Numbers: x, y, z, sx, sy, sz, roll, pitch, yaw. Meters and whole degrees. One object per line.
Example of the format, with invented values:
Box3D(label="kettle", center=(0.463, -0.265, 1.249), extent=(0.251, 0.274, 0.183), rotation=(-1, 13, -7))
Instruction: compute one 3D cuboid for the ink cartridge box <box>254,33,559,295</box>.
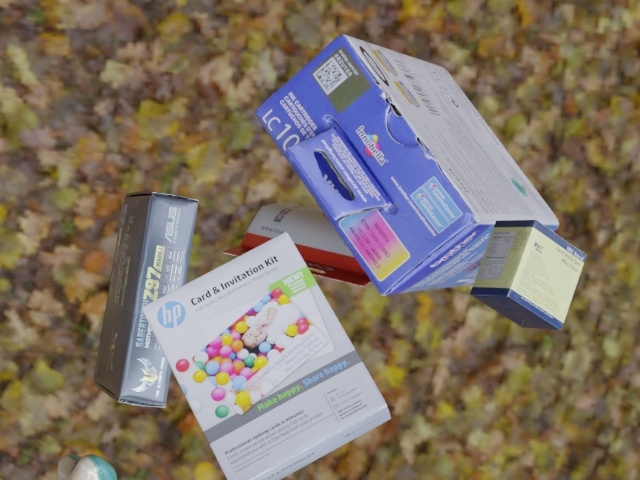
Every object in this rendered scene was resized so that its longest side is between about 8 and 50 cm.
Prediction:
Box3D(label="ink cartridge box", center=(0.099, -0.084, 1.660), extent=(0.151, 0.270, 0.395), rotation=(-39, 165, 18))

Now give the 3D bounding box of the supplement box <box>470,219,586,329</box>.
Box3D(label="supplement box", center=(0.206, 0.034, 1.403), extent=(0.083, 0.056, 0.083), rotation=(31, 72, -33))

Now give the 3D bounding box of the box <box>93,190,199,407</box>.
Box3D(label="box", center=(-0.200, 0.062, 1.603), extent=(0.059, 0.183, 0.232), rotation=(9, 89, -18))

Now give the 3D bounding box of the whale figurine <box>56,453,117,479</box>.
Box3D(label="whale figurine", center=(-0.218, 0.369, 1.659), extent=(0.141, 0.216, 0.272), rotation=(-19, 90, -29))

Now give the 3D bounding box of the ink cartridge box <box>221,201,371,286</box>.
Box3D(label="ink cartridge box", center=(0.000, 0.000, 1.804), extent=(0.232, 0.189, 0.066), rotation=(-6, 109, -76))

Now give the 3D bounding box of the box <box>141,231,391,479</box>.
Box3D(label="box", center=(-0.047, 0.103, 1.199), extent=(0.145, 0.186, 0.038), rotation=(-27, 153, -5))
